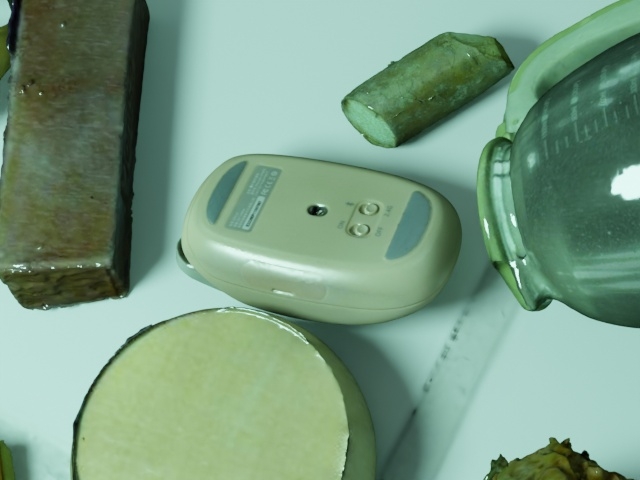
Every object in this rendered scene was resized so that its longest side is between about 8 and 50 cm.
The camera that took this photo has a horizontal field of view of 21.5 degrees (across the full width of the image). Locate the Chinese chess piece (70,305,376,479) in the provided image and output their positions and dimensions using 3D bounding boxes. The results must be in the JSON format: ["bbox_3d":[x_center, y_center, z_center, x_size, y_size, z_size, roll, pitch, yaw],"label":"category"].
[{"bbox_3d":[-0.079,0.176,1.358,0.250,0.103,0.250,-5,66,13],"label":"Chinese chess piece"}]

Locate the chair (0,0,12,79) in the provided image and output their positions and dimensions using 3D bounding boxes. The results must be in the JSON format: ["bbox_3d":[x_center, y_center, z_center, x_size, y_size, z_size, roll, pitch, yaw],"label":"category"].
[{"bbox_3d":[-0.360,-0.242,1.585,0.159,0.172,0.247,-7,110,13],"label":"chair"}]

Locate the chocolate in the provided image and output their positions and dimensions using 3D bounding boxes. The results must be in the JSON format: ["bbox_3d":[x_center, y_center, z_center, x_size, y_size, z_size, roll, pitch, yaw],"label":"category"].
[{"bbox_3d":[-0.219,-0.104,1.513,0.112,0.112,0.321,-2,67,6],"label":"chocolate"}]

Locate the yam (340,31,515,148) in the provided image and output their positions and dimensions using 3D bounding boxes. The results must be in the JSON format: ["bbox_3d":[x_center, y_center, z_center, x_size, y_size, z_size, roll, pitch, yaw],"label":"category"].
[{"bbox_3d":[0.091,-0.136,1.457,0.146,0.070,0.070,-34,64,2],"label":"yam"}]

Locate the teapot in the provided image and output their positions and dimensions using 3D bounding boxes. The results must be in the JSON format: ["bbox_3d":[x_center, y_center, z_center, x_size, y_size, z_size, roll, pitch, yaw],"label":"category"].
[{"bbox_3d":[0.237,-0.077,1.306,0.239,0.239,0.321,-14,70,24],"label":"teapot"}]

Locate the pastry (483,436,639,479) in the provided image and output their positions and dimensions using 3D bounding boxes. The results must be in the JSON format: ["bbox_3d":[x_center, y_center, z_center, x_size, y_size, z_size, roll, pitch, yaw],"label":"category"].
[{"bbox_3d":[0.145,0.264,1.178,0.193,0.275,0.275,35,78,-18],"label":"pastry"}]

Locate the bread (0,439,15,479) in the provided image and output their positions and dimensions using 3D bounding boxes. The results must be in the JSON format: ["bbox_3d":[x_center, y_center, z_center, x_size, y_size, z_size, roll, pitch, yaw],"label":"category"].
[{"bbox_3d":[-0.300,0.224,1.430,0.088,0.049,0.226,-16,64,9],"label":"bread"}]

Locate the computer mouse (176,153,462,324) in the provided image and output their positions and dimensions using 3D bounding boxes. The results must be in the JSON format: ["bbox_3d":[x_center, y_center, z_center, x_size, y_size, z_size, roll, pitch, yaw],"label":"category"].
[{"bbox_3d":[0.000,0.000,1.405,0.236,0.082,0.145,9,50,17],"label":"computer mouse"}]
